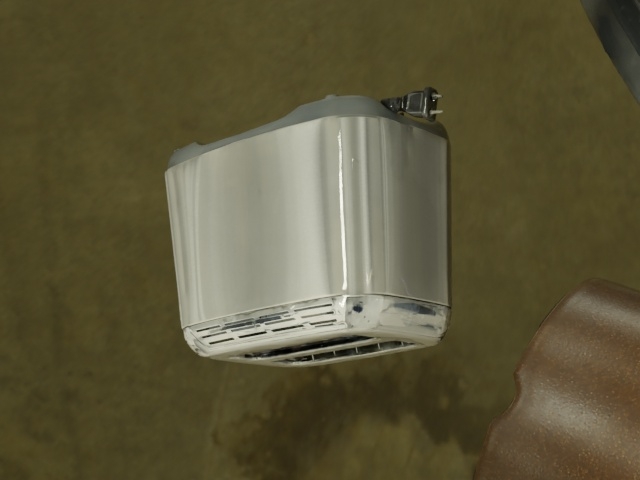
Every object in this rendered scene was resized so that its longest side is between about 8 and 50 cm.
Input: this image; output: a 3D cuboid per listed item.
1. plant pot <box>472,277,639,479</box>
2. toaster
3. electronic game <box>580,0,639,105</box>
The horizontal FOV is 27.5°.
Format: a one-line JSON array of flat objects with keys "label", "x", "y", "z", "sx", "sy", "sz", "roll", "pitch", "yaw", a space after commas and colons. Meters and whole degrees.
[{"label": "plant pot", "x": 0.160, "y": 0.100, "z": 0.519, "sx": 0.165, "sy": 0.167, "sz": 0.167, "roll": 24, "pitch": 112, "yaw": 28}, {"label": "toaster", "x": 0.000, "y": 0.000, "z": 0.846, "sx": 0.227, "sy": 0.129, "sz": 0.147, "roll": -14, "pitch": 73, "yaw": 39}, {"label": "electronic game", "x": 0.199, "y": -0.094, "z": 0.666, "sx": 0.048, "sy": 0.229, "sz": 0.229, "roll": -35, "pitch": 99, "yaw": 28}]
